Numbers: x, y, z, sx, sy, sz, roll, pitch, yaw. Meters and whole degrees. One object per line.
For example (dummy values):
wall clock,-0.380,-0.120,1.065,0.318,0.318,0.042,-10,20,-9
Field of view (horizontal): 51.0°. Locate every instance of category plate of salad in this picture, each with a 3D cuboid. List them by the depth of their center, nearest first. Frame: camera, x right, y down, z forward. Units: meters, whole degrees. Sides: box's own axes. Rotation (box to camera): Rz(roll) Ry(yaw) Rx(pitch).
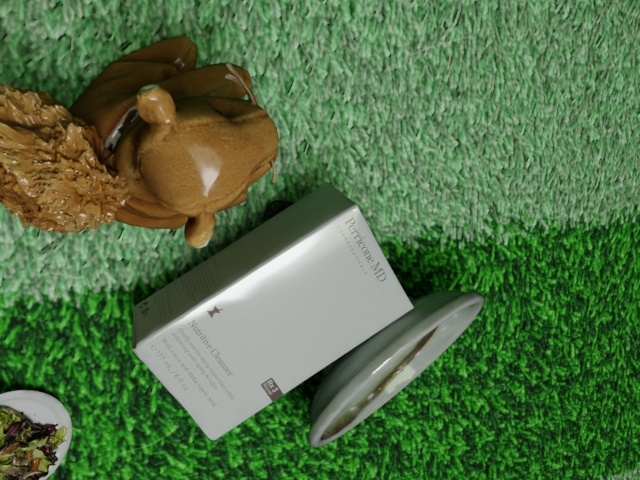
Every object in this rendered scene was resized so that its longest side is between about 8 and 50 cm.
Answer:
plate of salad,-0.486,0.329,1.052,0.200,0.048,0.199,-17,118,-36

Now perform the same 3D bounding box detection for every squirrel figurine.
squirrel figurine,-0.241,-0.099,0.873,0.397,0.370,0.281,-17,112,-19

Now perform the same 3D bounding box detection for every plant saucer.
plant saucer,0.113,0.205,1.202,0.400,0.100,0.400,-36,160,-16

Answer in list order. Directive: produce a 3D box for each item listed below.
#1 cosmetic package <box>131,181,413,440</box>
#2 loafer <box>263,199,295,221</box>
cosmetic package,-0.076,0.105,1.064,0.385,0.156,0.217,-34,114,-2
loafer,0.000,0.000,1.178,0.223,0.078,0.076,34,89,-28
